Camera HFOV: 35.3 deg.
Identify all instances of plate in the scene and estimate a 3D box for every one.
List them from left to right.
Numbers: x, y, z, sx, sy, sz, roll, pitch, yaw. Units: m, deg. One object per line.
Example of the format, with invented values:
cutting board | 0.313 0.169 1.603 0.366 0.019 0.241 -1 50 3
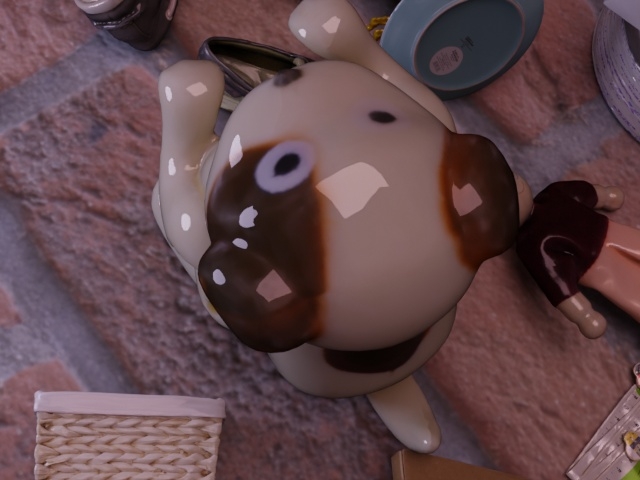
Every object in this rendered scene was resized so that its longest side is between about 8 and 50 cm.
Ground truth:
plate | 0.154 -0.214 1.069 0.188 0.188 0.024 -12 53 -13

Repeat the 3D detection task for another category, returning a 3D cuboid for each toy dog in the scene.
toy dog | 0.000 0.000 0.833 0.285 0.408 0.395 -13 82 -5

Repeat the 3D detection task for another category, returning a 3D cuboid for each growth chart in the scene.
growth chart | 0.344 0.236 1.022 0.172 0.021 0.237 38 69 4

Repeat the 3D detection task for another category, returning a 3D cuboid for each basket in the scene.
basket | -0.173 0.195 0.904 0.167 0.113 0.103 5 73 -8

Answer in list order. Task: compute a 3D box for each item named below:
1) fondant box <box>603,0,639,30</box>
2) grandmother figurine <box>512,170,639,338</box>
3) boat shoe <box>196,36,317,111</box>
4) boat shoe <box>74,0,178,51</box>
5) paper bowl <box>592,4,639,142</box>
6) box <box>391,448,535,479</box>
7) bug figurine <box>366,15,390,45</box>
fondant box | 0.488 -0.300 1.047 0.238 0.096 0.330 39 69 6
grandmother figurine | 0.285 0.005 1.054 0.343 0.104 0.207 25 39 -1
boat shoe | -0.028 -0.161 1.078 0.224 0.073 0.080 17 68 -3
boat shoe | -0.192 -0.363 1.130 0.112 0.095 0.335 -4 62 27
paper bowl | 0.471 -0.229 1.148 0.284 0.148 0.284 3 68 -8
box | 0.146 0.296 0.908 0.165 0.021 0.201 18 45 -21
bug figurine | 0.076 -0.284 1.143 0.279 0.072 0.216 -4 77 -16
